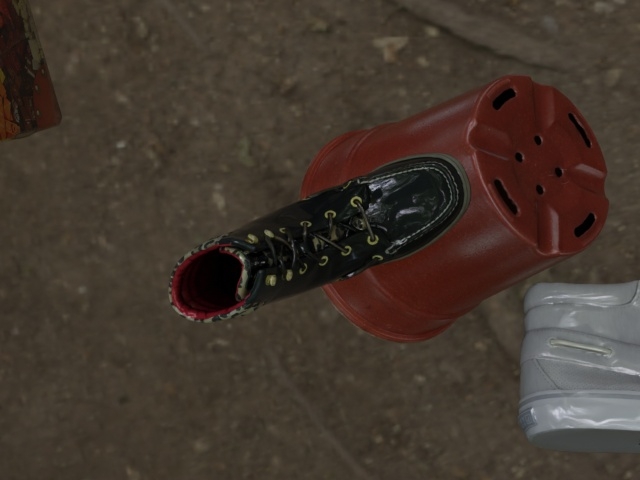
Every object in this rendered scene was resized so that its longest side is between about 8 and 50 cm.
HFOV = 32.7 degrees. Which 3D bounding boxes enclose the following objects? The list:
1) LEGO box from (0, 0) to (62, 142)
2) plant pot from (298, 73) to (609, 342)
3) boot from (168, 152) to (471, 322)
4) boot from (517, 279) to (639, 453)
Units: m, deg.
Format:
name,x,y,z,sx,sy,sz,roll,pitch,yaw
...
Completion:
name,x,y,z,sx,sy,sz,roll,pitch,yaw
LEGO box,-0.523,-0.109,0.883,0.500,0.372,0.193,-13,100,10
plant pot,0.160,-0.044,1.228,0.265,0.272,0.272,-26,79,51
boot,0.000,0.002,0.928,0.236,0.178,0.085,-22,91,30
boot,0.266,0.084,0.755,0.095,0.258,0.123,99,176,-66
